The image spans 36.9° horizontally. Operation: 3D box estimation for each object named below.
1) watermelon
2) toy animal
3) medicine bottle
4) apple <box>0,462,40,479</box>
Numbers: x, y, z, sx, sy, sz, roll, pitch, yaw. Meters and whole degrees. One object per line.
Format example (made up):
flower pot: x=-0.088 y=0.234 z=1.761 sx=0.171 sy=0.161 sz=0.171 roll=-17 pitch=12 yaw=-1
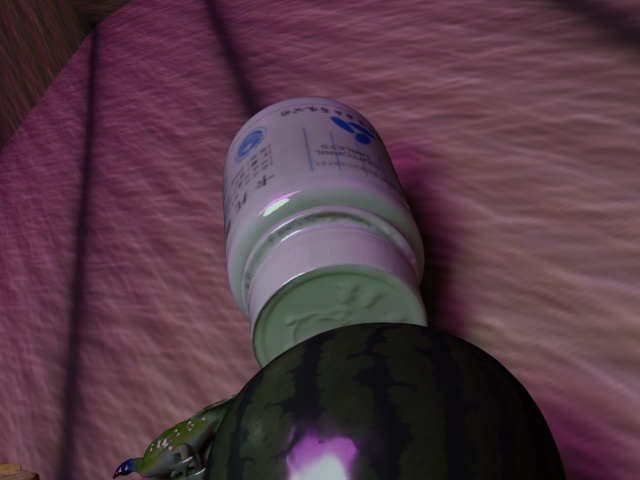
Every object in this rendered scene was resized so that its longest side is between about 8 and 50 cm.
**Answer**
watermelon: x=0.036 y=0.151 z=0.538 sx=0.212 sy=0.212 sz=0.212 roll=-34 pitch=29 yaw=22
toy animal: x=-0.104 y=0.182 z=0.885 sx=0.217 sy=0.041 sz=0.075 roll=-33 pitch=28 yaw=15
medicine bottle: x=0.000 y=0.000 z=0.844 sx=0.170 sy=0.170 sz=0.293 roll=-38 pitch=29 yaw=15
apple: x=-0.393 y=0.323 z=0.876 sx=0.309 sy=0.252 sz=0.314 roll=-5 pitch=48 yaw=37
